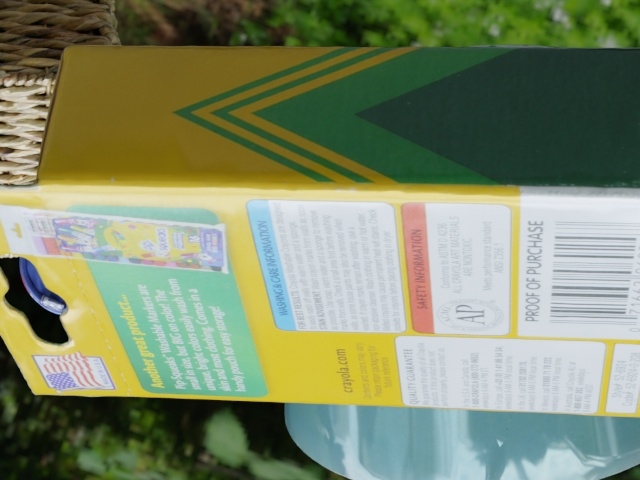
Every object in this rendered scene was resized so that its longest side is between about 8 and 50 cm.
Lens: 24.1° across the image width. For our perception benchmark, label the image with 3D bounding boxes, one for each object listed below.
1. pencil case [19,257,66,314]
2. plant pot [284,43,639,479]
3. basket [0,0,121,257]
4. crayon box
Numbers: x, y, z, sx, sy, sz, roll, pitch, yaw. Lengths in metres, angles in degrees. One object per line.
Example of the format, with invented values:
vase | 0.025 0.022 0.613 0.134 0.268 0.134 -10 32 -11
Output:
pencil case | -0.253 0.059 1.753 0.133 0.119 0.306 41 172 16
plant pot | 0.109 -0.001 1.021 0.293 0.235 0.293 -5 -161 2
basket | -0.331 -0.128 1.335 0.299 0.213 0.223 -3 137 -11
crayon box | 0.000 0.000 0.713 0.322 0.083 0.203 1 148 7
